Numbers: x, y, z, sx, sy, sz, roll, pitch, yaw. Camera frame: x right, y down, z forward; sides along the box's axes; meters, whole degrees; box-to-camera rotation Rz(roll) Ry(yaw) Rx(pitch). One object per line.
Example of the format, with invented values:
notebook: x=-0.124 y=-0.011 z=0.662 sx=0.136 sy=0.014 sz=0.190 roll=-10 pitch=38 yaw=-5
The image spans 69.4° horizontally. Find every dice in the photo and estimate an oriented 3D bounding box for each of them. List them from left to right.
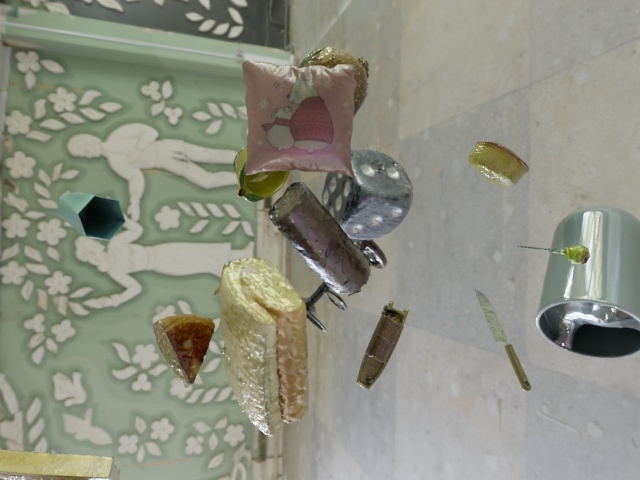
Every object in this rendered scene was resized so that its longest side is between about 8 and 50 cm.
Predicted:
dice: x=0.118 y=-0.119 z=1.215 sx=0.182 sy=0.183 sz=0.181 roll=-58 pitch=39 yaw=43

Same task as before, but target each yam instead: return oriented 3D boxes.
yam: x=-0.001 y=0.001 z=1.052 sx=0.131 sy=0.280 sz=0.131 roll=-28 pitch=34 yaw=21

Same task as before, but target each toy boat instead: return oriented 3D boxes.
toy boat: x=0.151 y=0.263 z=1.162 sx=0.226 sy=0.068 sz=0.088 roll=-65 pitch=-16 yaw=-2

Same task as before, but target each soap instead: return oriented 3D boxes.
soap: x=-0.459 y=0.369 z=0.744 sx=0.092 sy=0.252 sz=0.037 roll=104 pitch=171 yaw=-47

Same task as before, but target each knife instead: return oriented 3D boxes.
knife: x=0.493 y=0.266 z=1.262 sx=0.017 sy=0.047 sz=0.298 roll=116 pitch=138 yaw=-64

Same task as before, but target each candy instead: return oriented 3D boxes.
candy: x=0.430 y=0.019 z=0.856 sx=0.123 sy=0.035 sz=0.035 roll=11 pitch=92 yaw=28

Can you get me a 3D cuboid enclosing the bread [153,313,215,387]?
bread: x=-0.287 y=0.202 z=0.935 sx=0.054 sy=0.136 sz=0.154 roll=-16 pitch=43 yaw=25

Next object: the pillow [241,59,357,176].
pillow: x=-0.041 y=-0.237 z=0.920 sx=0.084 sy=0.236 sz=0.223 roll=-95 pitch=8 yaw=-75

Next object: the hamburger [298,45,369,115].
hamburger: x=0.033 y=-0.388 z=1.165 sx=0.215 sy=0.189 sz=0.122 roll=-51 pitch=32 yaw=1

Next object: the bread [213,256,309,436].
bread: x=-0.137 y=0.240 z=1.066 sx=0.236 sy=0.165 sz=0.375 roll=40 pitch=140 yaw=42

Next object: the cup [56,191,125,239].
cup: x=-0.749 y=-0.094 z=1.484 sx=0.235 sy=0.148 sz=0.134 roll=17 pitch=151 yaw=40

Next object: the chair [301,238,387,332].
chair: x=0.070 y=0.101 z=1.623 sx=0.401 sy=0.226 sz=0.226 roll=-48 pitch=15 yaw=-12

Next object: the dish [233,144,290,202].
dish: x=-0.157 y=-0.183 z=1.145 sx=0.080 sy=0.208 sz=0.149 roll=20 pitch=143 yaw=37

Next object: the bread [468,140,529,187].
bread: x=0.470 y=-0.196 z=1.200 sx=0.086 sy=0.156 sz=0.125 roll=-56 pitch=35 yaw=6

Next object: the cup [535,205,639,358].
cup: x=0.611 y=0.077 z=1.023 sx=0.312 sy=0.205 sz=0.205 roll=-61 pitch=2 yaw=-33
